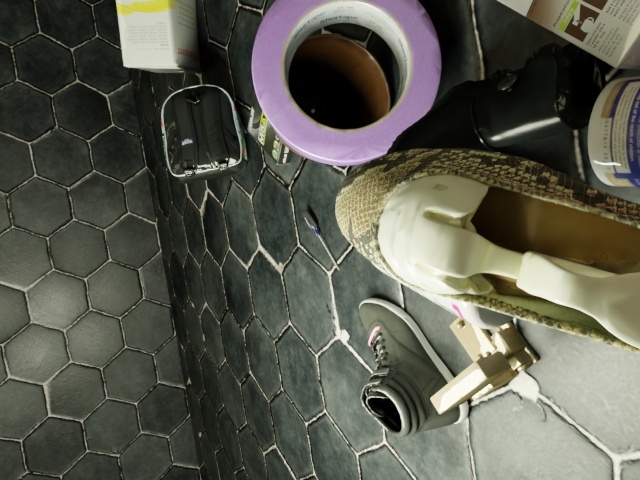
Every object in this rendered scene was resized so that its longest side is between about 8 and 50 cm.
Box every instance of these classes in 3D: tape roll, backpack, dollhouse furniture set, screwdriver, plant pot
[{"bbox_3d":[0.038,-0.255,0.738,0.090,0.275,0.274,-83,-15,-86],"label":"tape roll"},{"bbox_3d":[-0.326,-0.301,1.369,0.191,0.225,0.253,101,157,-89],"label":"backpack"},{"bbox_3d":[0.213,0.155,0.703,0.123,0.151,0.144,60,142,29],"label":"dollhouse furniture set"},{"bbox_3d":[0.000,0.000,1.129,0.025,0.024,0.169,-35,68,25],"label":"screwdriver"},{"bbox_3d":[-0.014,-0.248,0.924,0.230,0.216,0.215,-164,67,-71],"label":"plant pot"}]

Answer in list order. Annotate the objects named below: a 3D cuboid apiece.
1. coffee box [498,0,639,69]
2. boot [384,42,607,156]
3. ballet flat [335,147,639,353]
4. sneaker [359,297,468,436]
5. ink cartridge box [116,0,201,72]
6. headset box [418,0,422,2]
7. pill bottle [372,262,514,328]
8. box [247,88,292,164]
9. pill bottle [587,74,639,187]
[{"bbox_3d":[0.267,-0.274,0.492,0.246,0.141,0.098,54,140,34],"label":"coffee box"},{"bbox_3d":[0.201,-0.132,0.577,0.094,0.246,0.207,48,158,-20],"label":"boot"},{"bbox_3d":[0.208,0.015,0.450,0.483,0.182,0.163,17,110,22],"label":"ballet flat"},{"bbox_3d":[0.120,0.222,0.881,0.295,0.147,0.104,52,141,39],"label":"sneaker"},{"bbox_3d":[-0.484,-0.708,1.448,0.279,0.161,0.384,-82,-9,-74],"label":"ink cartridge box"},{"bbox_3d":[0.152,-0.408,0.741,0.083,0.032,0.062,-18,84,58],"label":"headset box"},{"bbox_3d":[0.168,-0.001,0.719,0.283,0.161,0.160,31,125,51],"label":"pill bottle"},{"bbox_3d":[-0.116,-0.314,1.197,0.184,0.045,0.190,50,138,36],"label":"box"},{"bbox_3d":[0.356,-0.099,0.427,0.187,0.112,0.111,15,112,56],"label":"pill bottle"}]
